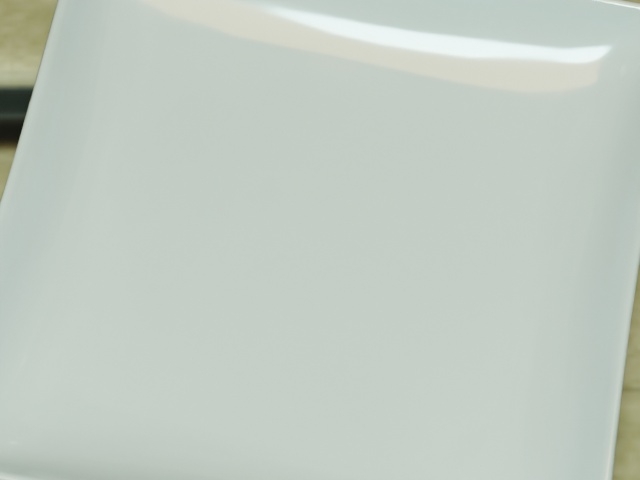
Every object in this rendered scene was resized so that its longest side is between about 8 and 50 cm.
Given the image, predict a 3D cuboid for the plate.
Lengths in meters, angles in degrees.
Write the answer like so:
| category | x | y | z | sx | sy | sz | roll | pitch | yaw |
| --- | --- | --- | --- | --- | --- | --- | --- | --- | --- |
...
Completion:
| category | x | y | z | sx | sy | sz | roll | pitch | yaw |
| --- | --- | --- | --- | --- | --- | --- | --- | --- | --- |
| plate | 0.000 | 0.000 | 0.787 | 0.277 | 0.045 | 0.278 | 11 | 67 | 3 |
